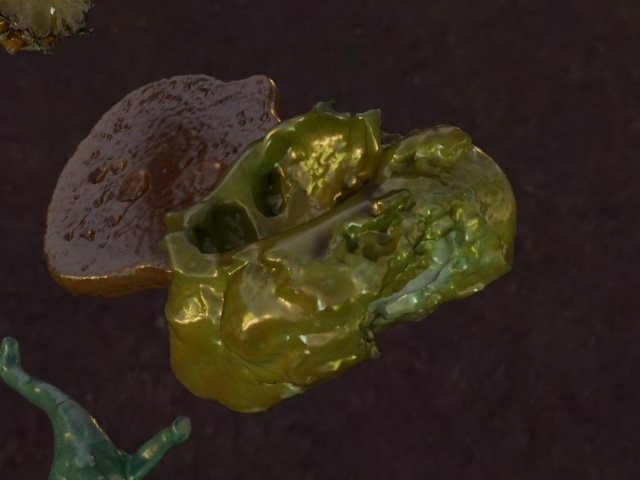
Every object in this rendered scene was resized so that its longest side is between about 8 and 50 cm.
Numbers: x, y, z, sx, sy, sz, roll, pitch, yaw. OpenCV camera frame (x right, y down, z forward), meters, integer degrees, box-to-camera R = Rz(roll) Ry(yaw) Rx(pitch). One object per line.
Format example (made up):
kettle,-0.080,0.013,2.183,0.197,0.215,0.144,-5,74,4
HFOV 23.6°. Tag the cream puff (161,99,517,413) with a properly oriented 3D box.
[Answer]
cream puff,0.001,-0.001,1.122,0.282,0.282,0.185,-25,87,-37

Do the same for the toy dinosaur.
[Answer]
toy dinosaur,-0.294,0.311,1.740,0.331,0.383,0.129,3,-6,44

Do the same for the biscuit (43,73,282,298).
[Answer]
biscuit,-0.148,-0.056,1.486,0.257,0.049,0.273,-4,50,29

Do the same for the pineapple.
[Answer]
pineapple,-0.305,-0.274,1.487,0.047,0.221,0.221,-21,27,31
